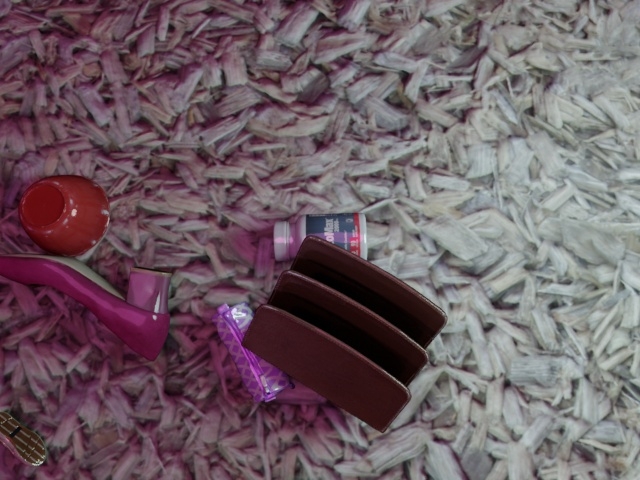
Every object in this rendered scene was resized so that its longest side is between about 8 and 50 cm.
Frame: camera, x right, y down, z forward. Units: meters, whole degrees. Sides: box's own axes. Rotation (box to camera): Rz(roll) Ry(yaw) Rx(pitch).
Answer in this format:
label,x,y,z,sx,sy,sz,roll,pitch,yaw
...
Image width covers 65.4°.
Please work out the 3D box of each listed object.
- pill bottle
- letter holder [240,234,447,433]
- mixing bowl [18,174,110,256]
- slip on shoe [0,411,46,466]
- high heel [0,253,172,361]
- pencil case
label,x,y,z,sx,sy,sz,roll,pitch,yaw
pill bottle,0.000,0.000,0.997,0.180,0.108,0.107,-2,81,1
letter holder,0.047,0.158,0.898,0.302,0.152,0.214,31,124,6
mixing bowl,-0.543,-0.061,1.025,0.182,0.098,0.181,0,81,2
slip on shoe,-0.599,0.396,0.983,0.135,0.051,0.041,40,124,-1
high heel,-0.486,0.126,0.985,0.378,0.127,0.181,8,88,7
pencil case,-0.138,0.219,0.975,0.086,0.088,0.206,-33,80,7
